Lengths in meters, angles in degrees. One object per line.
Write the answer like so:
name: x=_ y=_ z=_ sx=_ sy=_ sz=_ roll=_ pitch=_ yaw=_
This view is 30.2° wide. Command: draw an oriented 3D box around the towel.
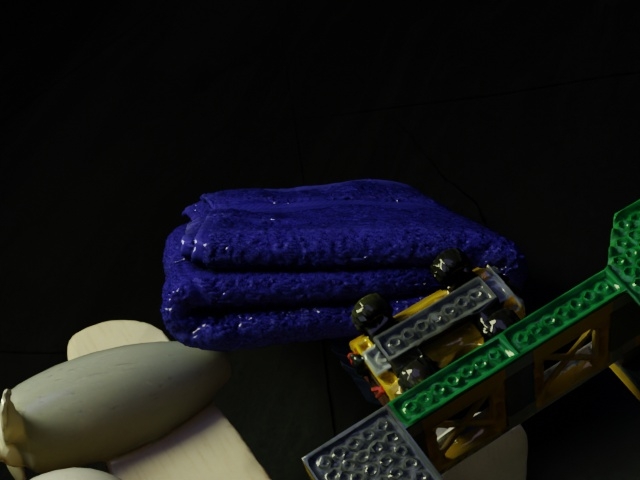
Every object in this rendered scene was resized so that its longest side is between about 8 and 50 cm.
towel: x=0.000 y=0.000 z=0.832 sx=0.227 sy=0.076 sz=0.308 roll=-7 pitch=9 yaw=-5

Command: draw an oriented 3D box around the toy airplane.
toy airplane: x=-0.055 y=0.196 z=0.606 sx=0.386 sy=0.272 sz=0.384 roll=-1 pitch=50 yaw=31

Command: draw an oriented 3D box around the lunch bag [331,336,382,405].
lunch bag: x=0.061 y=0.079 z=0.850 sx=0.098 sy=0.065 sz=0.067 roll=5 pitch=50 yaw=46

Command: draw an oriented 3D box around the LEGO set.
LEGO set: x=0.141 y=0.163 z=0.425 sx=0.255 sy=0.192 sz=0.331 roll=-36 pitch=55 yaw=-15
